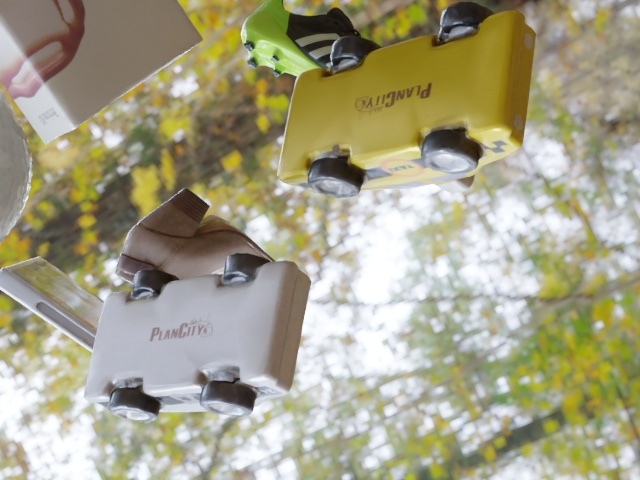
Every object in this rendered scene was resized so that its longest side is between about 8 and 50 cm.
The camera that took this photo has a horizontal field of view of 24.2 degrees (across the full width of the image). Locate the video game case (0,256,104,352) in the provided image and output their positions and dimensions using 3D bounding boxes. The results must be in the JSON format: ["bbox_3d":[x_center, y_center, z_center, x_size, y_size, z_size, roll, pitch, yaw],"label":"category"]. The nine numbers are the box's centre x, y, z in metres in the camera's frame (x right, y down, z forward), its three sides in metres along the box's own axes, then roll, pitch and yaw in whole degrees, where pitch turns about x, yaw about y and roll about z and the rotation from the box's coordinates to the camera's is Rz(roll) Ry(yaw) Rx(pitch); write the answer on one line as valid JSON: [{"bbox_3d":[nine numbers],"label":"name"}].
[{"bbox_3d":[-0.235,0.081,1.525,0.183,0.023,0.201,35,-178,-2],"label":"video game case"}]

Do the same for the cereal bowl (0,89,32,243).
[{"bbox_3d":[-0.414,-0.001,1.411,0.141,0.339,0.339,62,-151,-23],"label":"cereal bowl"}]

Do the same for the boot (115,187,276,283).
[{"bbox_3d":[-0.097,0.019,1.130,0.118,0.087,0.042,39,175,-30],"label":"boot"}]

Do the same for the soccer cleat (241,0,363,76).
[{"bbox_3d":[0.020,-0.146,1.218,0.179,0.060,0.072,30,-110,10],"label":"soccer cleat"}]

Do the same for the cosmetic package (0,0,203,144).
[{"bbox_3d":[-0.238,-0.233,1.150,0.129,0.153,0.296,-38,-81,-17],"label":"cosmetic package"}]

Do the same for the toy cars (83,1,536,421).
[{"bbox_3d":[0.000,0.000,0.966,0.087,0.394,0.176,28,-158,-39],"label":"toy cars"}]
